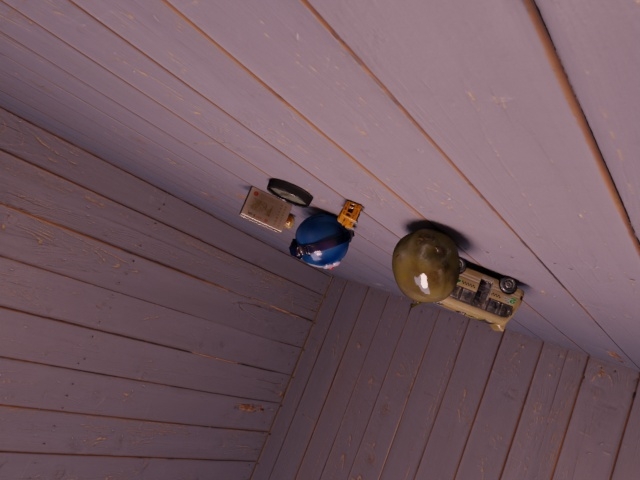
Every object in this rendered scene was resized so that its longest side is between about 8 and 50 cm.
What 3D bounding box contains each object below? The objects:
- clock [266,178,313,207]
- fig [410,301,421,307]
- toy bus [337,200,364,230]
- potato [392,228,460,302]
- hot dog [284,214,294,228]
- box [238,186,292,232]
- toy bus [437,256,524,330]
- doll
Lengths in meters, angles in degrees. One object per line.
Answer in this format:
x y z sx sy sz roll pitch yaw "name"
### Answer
-0.119 -0.179 1.755 0.184 0.040 0.184 22 172 3 "clock"
0.492 0.213 2.175 0.148 0.186 0.142 1 142 49 "fig"
0.105 -0.089 1.642 0.074 0.069 0.162 23 170 0 "toy bus"
0.352 0.088 1.538 0.221 0.243 0.326 -2 176 2 "potato"
-0.259 -0.124 2.313 0.286 0.088 0.061 15 -154 28 "hot dog"
-0.241 -0.133 2.025 0.201 0.141 0.058 24 167 -18 "box"
0.582 0.201 1.794 0.365 0.202 0.177 21 171 4 "toy bus"
0.000 0.000 1.965 0.284 0.240 0.310 -17 -167 -7 "doll"
